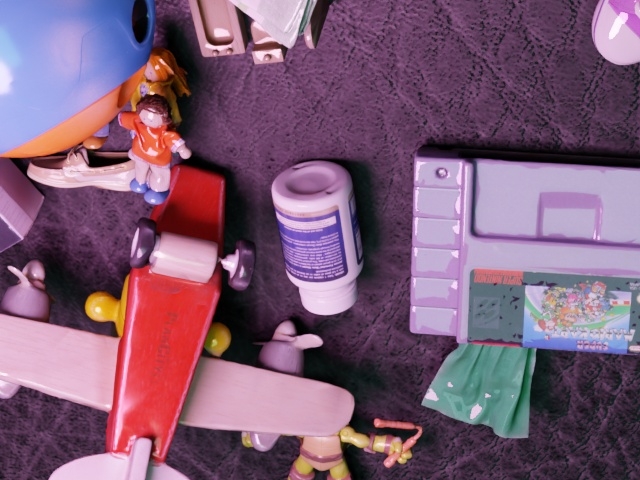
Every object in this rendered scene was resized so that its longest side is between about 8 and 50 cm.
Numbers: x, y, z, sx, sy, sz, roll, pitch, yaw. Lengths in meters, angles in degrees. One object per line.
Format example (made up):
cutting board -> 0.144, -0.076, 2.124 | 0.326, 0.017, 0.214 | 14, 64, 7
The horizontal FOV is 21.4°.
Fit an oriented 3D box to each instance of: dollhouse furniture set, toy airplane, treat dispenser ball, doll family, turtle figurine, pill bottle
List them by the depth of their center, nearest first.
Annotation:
treat dispenser ball -> -0.310, -0.227, 1.706 | 0.288, 0.288, 0.288 | 5, 126, 7
dollhouse furniture set -> -0.076, -0.244, 1.797 | 0.151, 0.123, 0.144 | -3, 125, 13
doll family -> -0.239, -0.171, 1.907 | 0.263, 0.118, 0.163 | 24, 135, 16
pill bottle -> 0.000, 0.000, 1.979 | 0.094, 0.094, 0.169 | -1, 125, 12
toy airplane -> -0.201, 0.149, 2.019 | 0.384, 0.272, 0.386 | -33, 103, -5
turtle figurine -> -0.010, 0.268, 2.182 | 0.269, 0.087, 0.217 | 3, 134, -2

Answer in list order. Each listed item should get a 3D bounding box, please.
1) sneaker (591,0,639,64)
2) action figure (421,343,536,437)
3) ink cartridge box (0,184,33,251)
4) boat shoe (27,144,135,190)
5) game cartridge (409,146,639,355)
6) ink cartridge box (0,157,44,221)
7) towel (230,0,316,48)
sneaker -> 0.381, -0.247, 1.686 | 0.102, 0.161, 0.282 | 38, 125, -19
action figure -> 0.217, 0.120, 2.046 | 0.137, 0.063, 0.232 | 15, 120, 2
ink cartridge box -> -0.475, -0.042, 1.958 | 0.206, 0.045, 0.208 | -28, 113, 27
boat shoe -> -0.278, -0.090, 1.998 | 0.135, 0.050, 0.045 | 3, 123, -4
game cartridge -> 0.281, 0.016, 1.929 | 0.355, 0.068, 0.230 | 3, 107, 8
ink cartridge box -> -0.468, -0.039, 2.042 | 0.218, 0.092, 0.158 | -27, 116, 28
towel -> -0.118, -0.368, 1.682 | 0.325, 0.038, 0.248 | 35, 130, 20
